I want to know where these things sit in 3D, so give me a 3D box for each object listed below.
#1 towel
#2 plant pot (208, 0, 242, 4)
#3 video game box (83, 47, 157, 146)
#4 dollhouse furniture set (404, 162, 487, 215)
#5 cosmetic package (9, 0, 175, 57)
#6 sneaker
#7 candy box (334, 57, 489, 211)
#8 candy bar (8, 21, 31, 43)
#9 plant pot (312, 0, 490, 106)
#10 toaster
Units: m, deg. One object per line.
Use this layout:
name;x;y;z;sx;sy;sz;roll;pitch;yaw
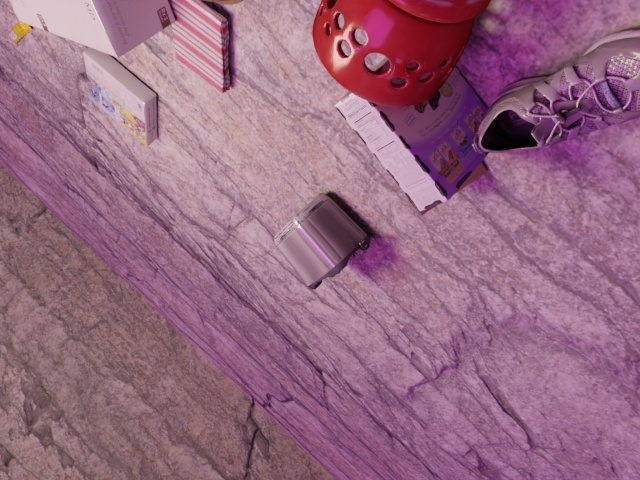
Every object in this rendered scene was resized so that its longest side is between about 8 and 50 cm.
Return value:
towel;-0.228;-0.386;1.348;0.144;0.029;0.197;39;152;16
plant pot;-0.207;-0.468;1.111;0.237;0.110;0.237;32;152;20
video game box;-0.486;-0.351;1.724;0.205;0.048;0.187;40;151;8
dollhouse furniture set;0.161;-0.152;1.143;0.144;0.123;0.151;55;-174;-20
cosmetic package;-0.472;-0.511;1.344;0.384;0.156;0.217;27;147;38
sneaker;0.302;-0.155;0.847;0.105;0.115;0.281;50;152;-12
candy box;0.143;-0.170;0.989;0.196;0.165;0.070;49;151;-9
candy bar;-0.812;-0.564;1.900;0.161;0.018;0.040;0;126;55
plant pot;0.101;-0.287;0.857;0.191;0.191;0.174;41;150;6
toaster;0.000;0.000;1.469;0.146;0.129;0.227;47;154;-2
